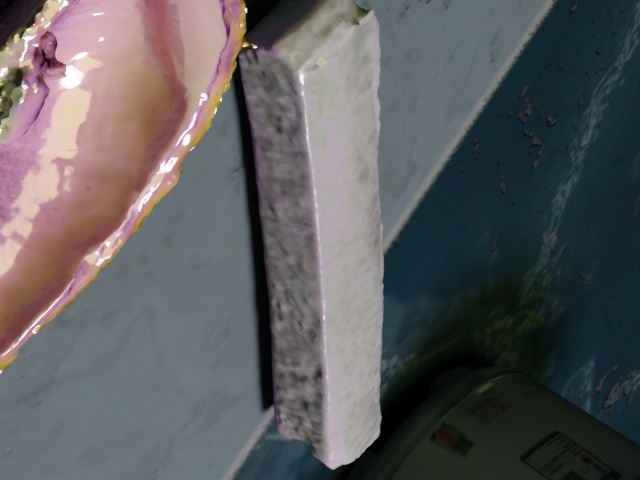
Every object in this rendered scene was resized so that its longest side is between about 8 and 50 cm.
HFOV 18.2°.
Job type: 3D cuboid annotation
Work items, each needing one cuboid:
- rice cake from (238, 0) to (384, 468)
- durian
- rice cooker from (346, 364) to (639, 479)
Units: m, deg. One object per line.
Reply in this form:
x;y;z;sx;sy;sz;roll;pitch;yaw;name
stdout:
0.000;0.000;1.151;0.073;0.056;0.365;-45;148;-32;rice cake
-0.159;-0.032;0.843;0.341;0.112;0.191;-53;161;9;durian
0.150;0.230;1.419;0.280;0.227;0.241;-22;135;-46;rice cooker
